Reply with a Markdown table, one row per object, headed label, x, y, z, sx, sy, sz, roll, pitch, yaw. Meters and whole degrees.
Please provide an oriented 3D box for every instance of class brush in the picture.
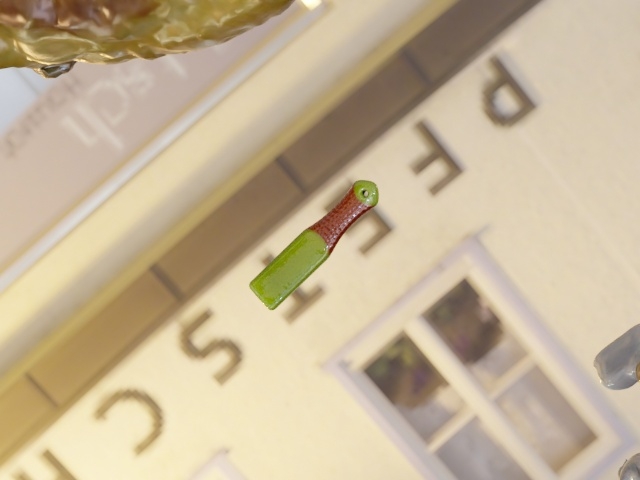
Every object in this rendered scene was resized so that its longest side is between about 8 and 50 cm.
| label | x | y | z | sx | sy | sz | roll | pitch | yaw |
| --- | --- | --- | --- | --- | --- | --- | --- | --- | --- |
| brush | 0.000 | 0.000 | 0.839 | 0.083 | 0.019 | 0.021 | -46 | 170 | 20 |

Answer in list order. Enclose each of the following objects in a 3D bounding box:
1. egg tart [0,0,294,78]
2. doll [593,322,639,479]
| label | x | y | z | sx | sy | sz | roll | pitch | yaw |
| --- | --- | --- | --- | --- | --- | --- | --- | --- | --- |
| egg tart | -0.144 | -0.196 | 0.637 | 0.341 | 0.341 | 0.129 | -24 | -136 | 44 |
| doll | 0.245 | 0.111 | 1.022 | 0.183 | 0.085 | 0.217 | -48 | -137 | 30 |
